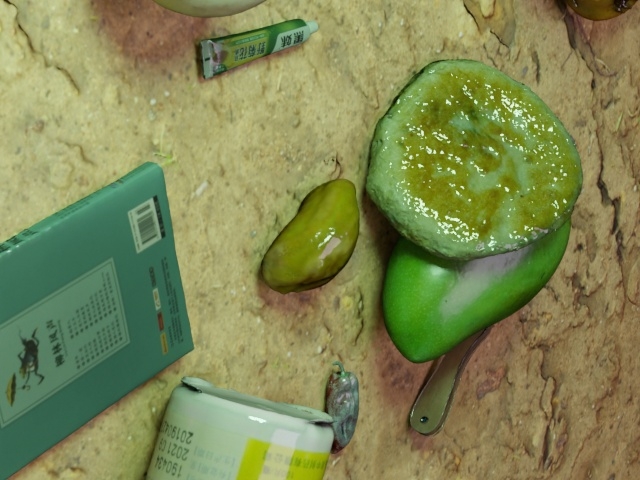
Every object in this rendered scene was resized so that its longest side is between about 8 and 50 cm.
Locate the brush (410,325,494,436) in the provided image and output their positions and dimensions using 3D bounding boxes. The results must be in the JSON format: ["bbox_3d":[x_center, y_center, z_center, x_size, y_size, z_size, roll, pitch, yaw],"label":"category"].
[{"bbox_3d":[0.232,0.162,2.387,0.327,0.070,0.065,-63,152,-13],"label":"brush"}]

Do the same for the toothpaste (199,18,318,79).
[{"bbox_3d":[-0.075,-0.245,1.875,0.204,0.031,0.049,-24,120,-43],"label":"toothpaste"}]

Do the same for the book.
[{"bbox_3d":[-0.294,0.100,1.710,0.379,0.031,0.264,-33,126,-42],"label":"book"}]

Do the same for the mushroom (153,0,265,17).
[{"bbox_3d":[-0.125,-0.362,1.644,0.246,0.202,0.246,2,84,-17],"label":"mushroom"}]

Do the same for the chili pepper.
[{"bbox_3d":[0.031,0.242,2.170,0.050,0.041,0.153,-2,108,-8],"label":"chili pepper"}]

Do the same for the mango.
[{"bbox_3d":[0.224,0.027,2.213,0.382,0.201,0.225,-49,140,-26],"label":"mango"}]

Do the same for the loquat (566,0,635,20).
[{"bbox_3d":[0.447,-0.418,2.404,0.141,0.141,0.141,-21,118,-47],"label":"loquat"}]

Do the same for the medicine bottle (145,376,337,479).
[{"bbox_3d":[-0.130,0.373,1.866,0.213,0.213,0.378,18,88,-53],"label":"medicine bottle"}]

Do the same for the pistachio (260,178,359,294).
[{"bbox_3d":[0.003,-0.002,1.997,0.100,0.110,0.189,46,61,-13],"label":"pistachio"}]

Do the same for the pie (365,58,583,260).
[{"bbox_3d":[0.220,-0.109,2.128,0.323,0.323,0.070,-54,172,-26],"label":"pie"}]
